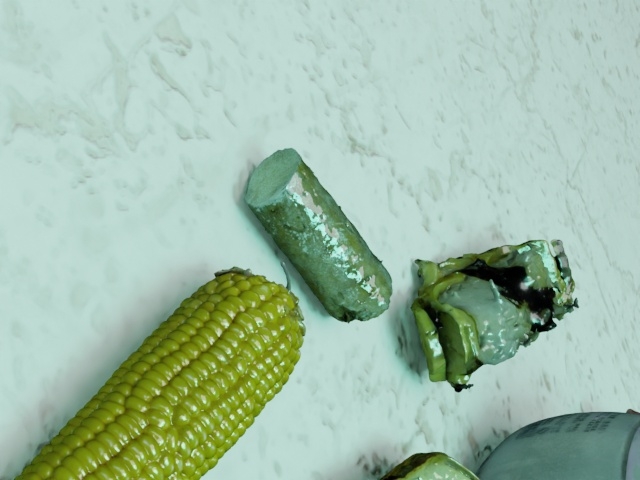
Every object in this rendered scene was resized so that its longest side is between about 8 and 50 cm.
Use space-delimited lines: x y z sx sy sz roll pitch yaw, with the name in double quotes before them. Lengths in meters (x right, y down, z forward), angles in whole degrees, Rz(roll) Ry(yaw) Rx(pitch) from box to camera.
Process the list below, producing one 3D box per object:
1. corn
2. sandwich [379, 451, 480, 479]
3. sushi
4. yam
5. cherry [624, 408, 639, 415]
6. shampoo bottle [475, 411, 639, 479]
"corn" -0.113 0.131 0.577 0.106 0.106 0.305 59 44 -16
"sandwich" 0.107 0.330 0.711 0.226 0.087 0.251 -24 73 -44
"sushi" 0.203 0.064 0.930 0.291 0.131 0.139 -23 96 -41
"yam" 0.000 0.000 0.764 0.179 0.078 0.078 54 45 -21
"cherry" 0.456 0.350 1.073 0.175 0.192 0.250 43 30 -79
"shampoo bottle" 0.322 0.325 0.868 0.273 0.266 0.273 18 64 -42
